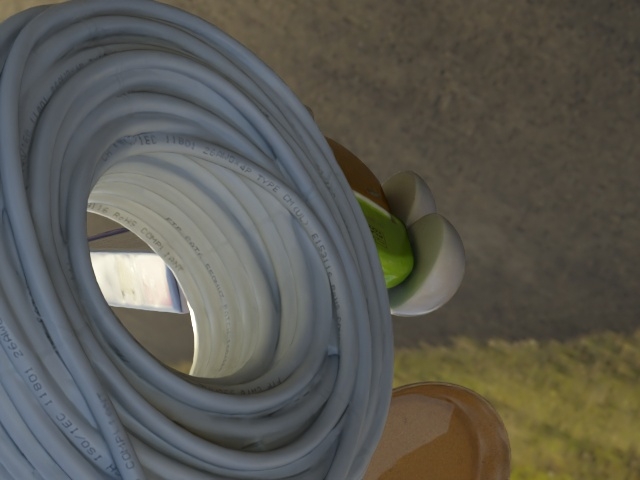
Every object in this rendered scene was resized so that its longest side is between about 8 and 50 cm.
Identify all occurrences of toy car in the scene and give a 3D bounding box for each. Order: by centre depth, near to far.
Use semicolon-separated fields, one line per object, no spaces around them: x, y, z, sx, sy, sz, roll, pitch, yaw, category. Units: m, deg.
0.000;0.000;1.027;0.159;0.136;0.182;31;-165;-22;toy car

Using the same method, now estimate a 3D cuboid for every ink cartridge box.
-0.115;0.013;1.354;0.186;0.065;0.311;-15;-170;-29;ink cartridge box

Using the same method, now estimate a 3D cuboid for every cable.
-0.072;0.020;0.645;0.089;0.257;0.257;-29;97;36;cable

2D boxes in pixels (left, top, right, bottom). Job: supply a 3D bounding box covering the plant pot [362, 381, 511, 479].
0.072;0.234;1.379;0.236;0.236;0.032;37;180;-35;plant pot
